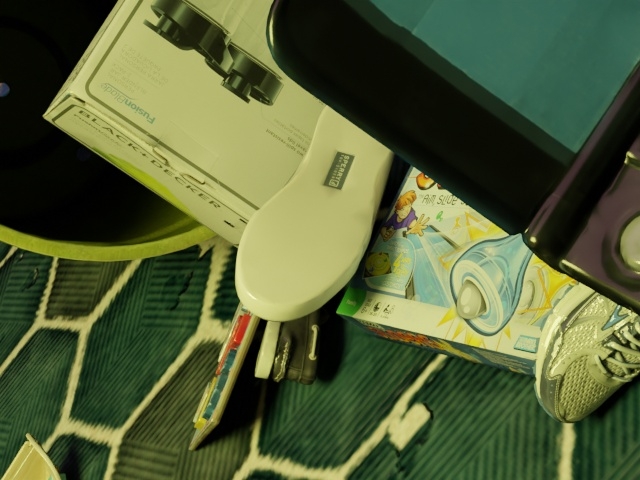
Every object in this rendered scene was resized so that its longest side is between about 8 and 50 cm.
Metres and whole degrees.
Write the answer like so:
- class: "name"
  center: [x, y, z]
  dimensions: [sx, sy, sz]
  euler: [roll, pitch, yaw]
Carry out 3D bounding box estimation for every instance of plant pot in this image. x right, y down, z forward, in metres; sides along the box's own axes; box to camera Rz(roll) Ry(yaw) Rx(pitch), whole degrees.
- class: "plant pot"
  center: [-0.213, -0.149, 1.267]
  dimensions: [0.366, 0.366, 0.353]
  euler: [-65, 16, -15]

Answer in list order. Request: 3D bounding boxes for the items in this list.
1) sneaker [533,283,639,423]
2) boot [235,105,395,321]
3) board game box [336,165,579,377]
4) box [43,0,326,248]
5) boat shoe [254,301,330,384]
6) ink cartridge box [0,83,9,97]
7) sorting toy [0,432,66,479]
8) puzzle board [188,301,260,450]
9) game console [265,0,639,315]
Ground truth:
- class: "sneaker"
  center: [0.151, 0.034, 0.755]
  dimensions: [0.135, 0.052, 0.058]
  euler: [-53, 34, 11]
- class: "boot"
  center: [0.000, 0.000, 0.979]
  dimensions: [0.086, 0.069, 0.190]
  euler: [101, -166, -45]
- class: "board game box"
  center: [0.099, -0.001, 0.889]
  dimensions: [0.201, 0.035, 0.136]
  euler: [8, 68, 61]
- class: "box"
  center: [-0.037, -0.160, 1.098]
  dimensions: [0.290, 0.169, 0.087]
  euler: [-61, 16, -16]
- class: "boat shoe"
  center: [-0.012, 0.043, 1.022]
  dimensions: [0.125, 0.038, 0.046]
  euler: [-78, 6, -56]
- class: "ink cartridge box"
  center: [-0.242, -0.174, 1.565]
  dimensions: [0.092, 0.090, 0.143]
  euler: [-27, 40, 44]
- class: "sorting toy"
  center: [-0.205, 0.194, 1.177]
  dimensions: [0.083, 0.045, 0.075]
  euler: [-57, 35, -1]
- class: "puzzle board"
  center: [-0.055, 0.067, 1.056]
  dimensions: [0.096, 0.011, 0.128]
  euler: [129, 164, -68]
- class: "game console"
  center: [0.169, -0.123, 0.684]
  dimensions: [0.250, 0.173, 0.293]
  euler: [32, 88, 44]
